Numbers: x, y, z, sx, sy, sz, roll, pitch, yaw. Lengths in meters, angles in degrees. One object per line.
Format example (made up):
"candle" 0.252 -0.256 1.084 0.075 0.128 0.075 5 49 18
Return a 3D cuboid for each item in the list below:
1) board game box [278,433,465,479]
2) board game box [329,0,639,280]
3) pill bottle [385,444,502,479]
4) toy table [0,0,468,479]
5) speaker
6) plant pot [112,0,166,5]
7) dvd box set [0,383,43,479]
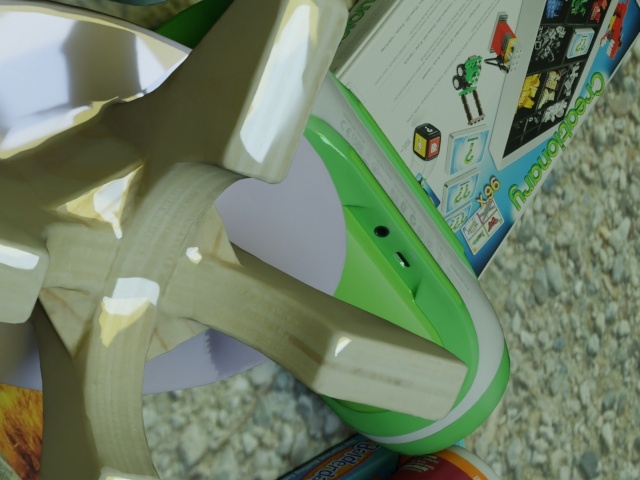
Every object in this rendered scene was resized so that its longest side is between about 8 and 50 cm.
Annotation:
"board game box" 0.023 0.224 0.726 0.210 0.047 0.160 -24 108 -37
"board game box" 0.117 -0.131 0.769 0.305 0.053 0.193 -53 122 -23
"pill bottle" 0.047 0.200 0.656 0.152 0.086 0.086 -33 114 -33
"toy table" -0.083 0.007 0.433 0.274 0.161 0.252 4 106 -28
"speaker" 0.000 0.000 0.636 0.131 0.131 0.296 -53 123 -23
"plant pot" -0.095 -0.251 0.473 0.247 0.248 0.252 -34 129 -33
"dvd box set" -0.290 0.033 0.441 0.308 0.062 0.420 -36 115 -32
